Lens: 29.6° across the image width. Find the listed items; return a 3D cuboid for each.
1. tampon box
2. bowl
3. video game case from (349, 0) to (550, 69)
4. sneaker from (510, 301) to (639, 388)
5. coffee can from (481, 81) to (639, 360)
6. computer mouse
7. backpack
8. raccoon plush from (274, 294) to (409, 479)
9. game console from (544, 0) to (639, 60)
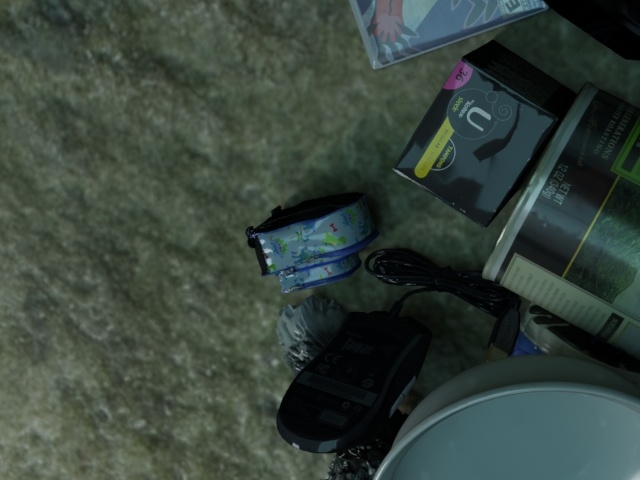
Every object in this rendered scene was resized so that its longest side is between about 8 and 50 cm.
[{"bbox_3d":[0.154,-0.101,1.110,0.101,0.161,0.120,34,111,8],"label":"tampon box"},{"bbox_3d":[0.186,0.204,1.063,0.298,0.134,0.297,2,122,3],"label":"bowl"},{"bbox_3d":[0.102,-0.286,1.154,0.183,0.023,0.201,-17,98,22],"label":"video game case"},{"bbox_3d":[0.327,0.181,1.163,0.330,0.130,0.147,30,126,13],"label":"sneaker"},{"bbox_3d":[0.310,0.011,1.065,0.275,0.201,0.201,28,111,10],"label":"coffee can"},{"bbox_3d":[0.086,0.121,1.153,0.184,0.262,0.060,10,137,27],"label":"computer mouse"},{"bbox_3d":[0.000,0.000,1.221,0.114,0.105,0.084,-18,100,21],"label":"backpack"},{"bbox_3d":[0.040,0.315,1.294,0.299,0.216,0.446,-47,55,37],"label":"raccoon plush"},{"bbox_3d":[0.301,-0.333,1.004,0.213,0.044,0.361,39,124,6],"label":"game console"}]
